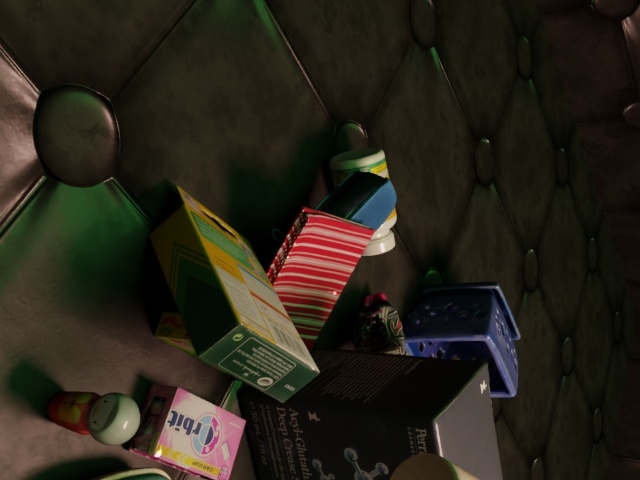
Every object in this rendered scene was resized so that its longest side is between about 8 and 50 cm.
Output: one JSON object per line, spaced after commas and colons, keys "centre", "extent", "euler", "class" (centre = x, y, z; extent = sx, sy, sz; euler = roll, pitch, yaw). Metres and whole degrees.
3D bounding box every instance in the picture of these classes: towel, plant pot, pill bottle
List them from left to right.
{"centre": [-0.025, 0.081, 1.350], "extent": [0.199, 0.031, 0.274], "euler": [15, 108, -47], "class": "towel"}
{"centre": [0.094, -0.080, 1.577], "extent": [0.118, 0.118, 0.208], "euler": [-33, 116, -50], "class": "pill bottle"}
{"centre": [0.355, 0.232, 1.843], "extent": [0.235, 0.236, 0.212], "euler": [60, 40, -33], "class": "plant pot"}

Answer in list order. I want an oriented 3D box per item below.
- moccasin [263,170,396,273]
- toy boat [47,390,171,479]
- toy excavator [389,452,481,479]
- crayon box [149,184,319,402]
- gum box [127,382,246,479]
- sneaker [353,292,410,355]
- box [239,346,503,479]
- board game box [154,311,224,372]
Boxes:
{"centre": [0.000, 0.000, 1.434], "extent": [0.342, 0.117, 0.137], "euler": [-40, 138, -20], "class": "moccasin"}
{"centre": [-0.289, 0.354, 1.011], "extent": [0.268, 0.148, 0.317], "euler": [-16, 103, -53], "class": "toy boat"}
{"centre": [0.012, 0.511, 0.988], "extent": [0.222, 0.445, 0.432], "euler": [37, 54, -30], "class": "toy excavator"}
{"centre": [-0.144, 0.079, 1.165], "extent": [0.203, 0.083, 0.323], "euler": [41, 12, -46], "class": "crayon box"}
{"centre": [-0.210, 0.306, 1.194], "extent": [0.188, 0.062, 0.107], "euler": [42, 56, -46], "class": "gum box"}
{"centre": [0.114, 0.200, 1.552], "extent": [0.299, 0.121, 0.111], "euler": [-85, 160, -78], "class": "sneaker"}
{"centre": [0.093, 0.371, 1.329], "extent": [0.212, 0.396, 0.293], "euler": [-28, 111, -51], "class": "box"}
{"centre": [-0.171, 0.171, 1.225], "extent": [0.181, 0.092, 0.043], "euler": [41, 58, -46], "class": "board game box"}
